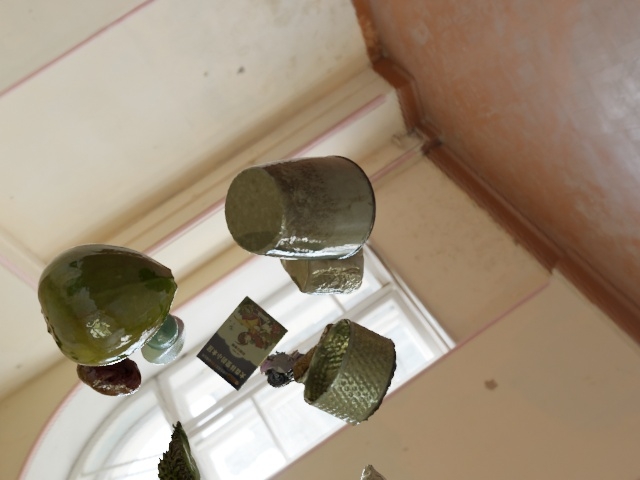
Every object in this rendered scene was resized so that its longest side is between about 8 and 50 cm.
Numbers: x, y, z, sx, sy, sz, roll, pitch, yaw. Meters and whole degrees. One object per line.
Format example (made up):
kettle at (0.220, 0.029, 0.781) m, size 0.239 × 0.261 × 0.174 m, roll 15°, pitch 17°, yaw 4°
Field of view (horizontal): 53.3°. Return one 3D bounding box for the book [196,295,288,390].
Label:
book at (-0.314, 0.414, 2.563) m, size 0.228 × 0.322 × 0.018 m, roll 39°, pitch 180°, yaw 2°

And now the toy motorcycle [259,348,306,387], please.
toy motorcycle at (-0.175, 0.500, 2.624) m, size 0.204 × 0.108 × 0.239 m, roll 26°, pitch -163°, yaw 27°

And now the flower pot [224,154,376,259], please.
flower pot at (-0.059, -0.080, 1.671) m, size 0.330 × 0.294 × 0.294 m, roll -7°, pitch -124°, yaw -52°

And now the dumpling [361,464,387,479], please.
dumpling at (0.191, 0.915, 2.323) m, size 0.108 × 0.127 × 0.188 m, roll 17°, pitch -156°, yaw -43°

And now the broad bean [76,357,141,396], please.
broad bean at (-0.746, 0.470, 2.252) m, size 0.228 × 0.156 × 0.122 m, roll 19°, pitch 148°, yaw -19°

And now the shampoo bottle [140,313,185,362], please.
shampoo bottle at (-0.656, 0.393, 2.642) m, size 0.151 × 0.222 × 0.350 m, roll 39°, pitch 158°, yaw 9°

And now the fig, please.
fig at (-0.499, 0.138, 1.527) m, size 0.316 × 0.316 × 0.316 m, roll 55°, pitch 176°, yaw 5°

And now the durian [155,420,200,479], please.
durian at (-0.446, 0.733, 2.017) m, size 0.132 × 0.106 × 0.375 m, roll 57°, pitch -178°, yaw -38°

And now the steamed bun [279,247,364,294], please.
steamed bun at (0.000, -0.005, 2.067) m, size 0.384 × 0.246 × 0.236 m, roll -120°, pitch 36°, yaw -54°

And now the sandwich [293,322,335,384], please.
sandwich at (0.068, 0.453, 2.385) m, size 0.248 × 0.273 × 0.095 m, roll 23°, pitch -146°, yaw -20°

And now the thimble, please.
thimble at (0.079, 0.359, 1.761) m, size 0.149 × 0.271 × 0.271 m, roll 27°, pitch -177°, yaw -13°
